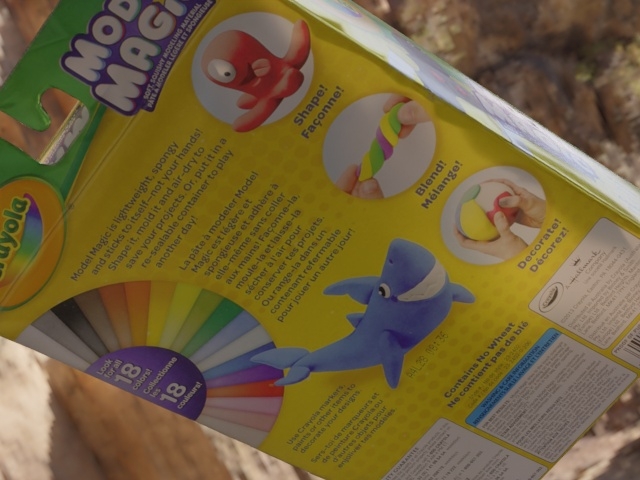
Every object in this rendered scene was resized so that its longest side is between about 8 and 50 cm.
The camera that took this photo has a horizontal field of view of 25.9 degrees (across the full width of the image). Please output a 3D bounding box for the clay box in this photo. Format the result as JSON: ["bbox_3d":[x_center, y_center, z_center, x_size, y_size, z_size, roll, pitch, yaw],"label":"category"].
[{"bbox_3d":[0.000,0.000,0.418,0.222,0.127,0.053,30,21,-27],"label":"clay box"}]
